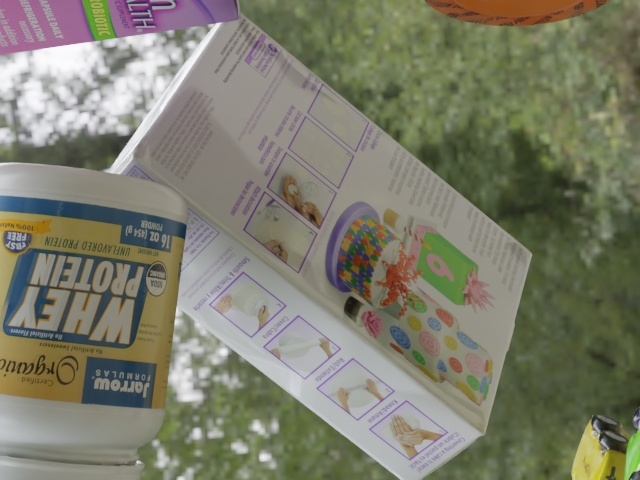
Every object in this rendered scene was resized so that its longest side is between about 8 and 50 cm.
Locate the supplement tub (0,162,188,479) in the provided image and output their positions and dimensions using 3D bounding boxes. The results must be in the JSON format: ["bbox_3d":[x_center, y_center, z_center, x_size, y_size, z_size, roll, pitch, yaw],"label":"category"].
[{"bbox_3d":[-0.166,0.058,0.961,0.144,0.144,0.199,21,-105,-72],"label":"supplement tub"}]

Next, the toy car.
[{"bbox_3d":[0.202,0.160,0.911,0.239,0.053,0.225,-72,0,-46],"label":"toy car"}]

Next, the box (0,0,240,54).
[{"bbox_3d":[-0.189,-0.248,0.987,0.117,0.243,0.213,79,-178,-68],"label":"box"}]

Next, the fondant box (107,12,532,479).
[{"bbox_3d":[0.000,0.000,1.158,0.330,0.096,0.238,38,-143,-10],"label":"fondant box"}]

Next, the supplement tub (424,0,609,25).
[{"bbox_3d":[0.144,-0.332,1.093,0.193,0.194,0.316,42,-135,-67],"label":"supplement tub"}]
